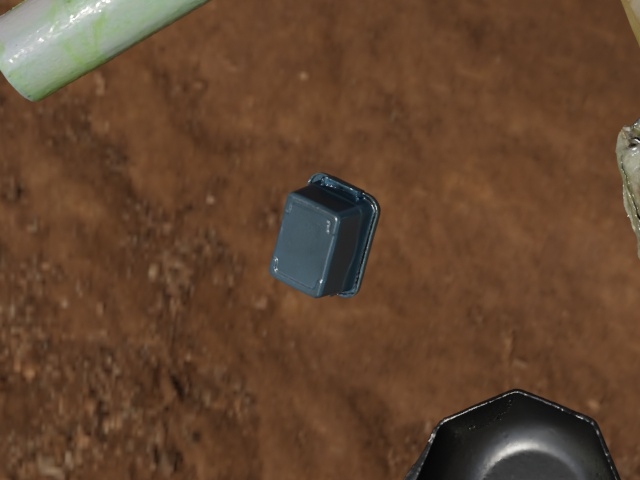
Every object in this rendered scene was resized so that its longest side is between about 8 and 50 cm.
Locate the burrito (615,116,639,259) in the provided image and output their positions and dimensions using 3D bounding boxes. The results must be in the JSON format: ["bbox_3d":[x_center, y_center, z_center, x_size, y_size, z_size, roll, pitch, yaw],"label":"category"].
[{"bbox_3d":[0.365,-0.045,1.911,0.058,0.188,0.045,-11,15,10],"label":"burrito"}]

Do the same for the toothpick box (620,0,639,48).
[{"bbox_3d":[0.259,-0.129,0.532,0.187,0.308,0.190,-10,76,-59],"label":"toothpick box"}]

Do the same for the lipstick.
[{"bbox_3d":[-0.101,-0.202,1.251,0.304,0.076,0.076,-30,56,14],"label":"lipstick"}]

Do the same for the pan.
[{"bbox_3d":[0.090,0.148,1.059,0.202,0.048,0.128,22,82,24],"label":"pan"}]

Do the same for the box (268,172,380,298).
[{"bbox_3d":[0.000,0.000,1.450,0.074,0.099,0.054,25,24,26],"label":"box"}]
